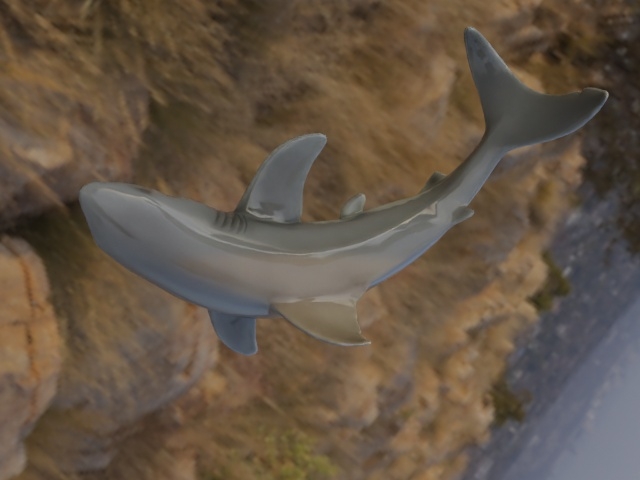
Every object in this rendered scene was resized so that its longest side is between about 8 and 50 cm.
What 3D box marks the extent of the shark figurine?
[{"bbox_3d":[0.025,0.006,0.691,0.278,0.116,0.166,-20,127,-9],"label":"shark figurine"}]
